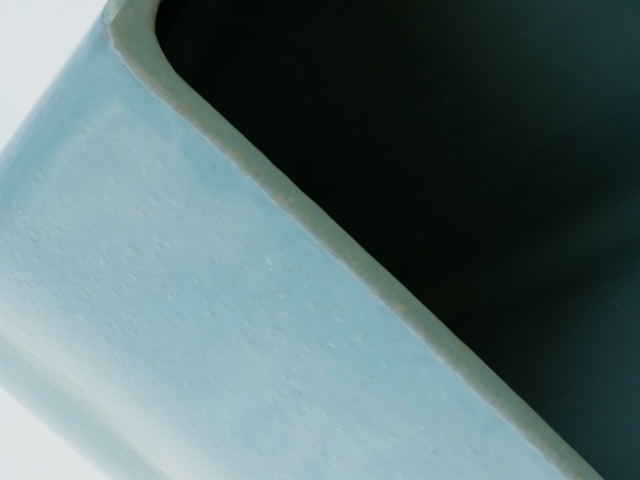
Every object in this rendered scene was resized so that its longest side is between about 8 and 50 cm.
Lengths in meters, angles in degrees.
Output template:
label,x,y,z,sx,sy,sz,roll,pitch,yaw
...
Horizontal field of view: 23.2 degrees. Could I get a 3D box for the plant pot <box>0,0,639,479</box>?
label,x,y,z,sx,sy,sz,roll,pitch,yaw
plant pot,0.000,0.000,0.610,0.248,0.252,0.247,43,-135,-12
